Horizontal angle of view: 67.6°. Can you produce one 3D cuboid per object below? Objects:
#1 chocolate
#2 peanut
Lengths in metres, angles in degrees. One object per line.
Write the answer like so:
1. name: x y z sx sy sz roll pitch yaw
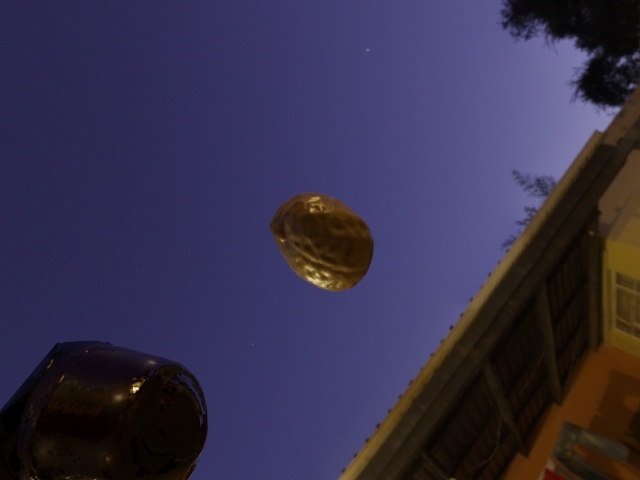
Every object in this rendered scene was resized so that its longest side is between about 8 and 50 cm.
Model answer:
1. chocolate: -0.431 0.410 1.050 0.384 0.332 0.383 20 -113 -56
2. peanut: 0.000 0.000 0.697 0.109 0.159 0.140 -37 -31 -58
